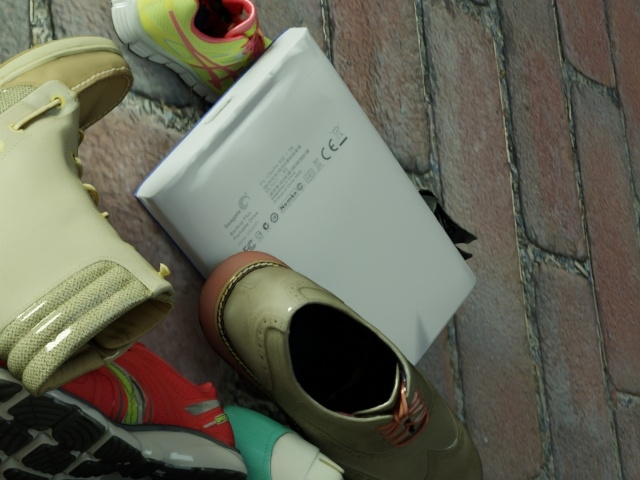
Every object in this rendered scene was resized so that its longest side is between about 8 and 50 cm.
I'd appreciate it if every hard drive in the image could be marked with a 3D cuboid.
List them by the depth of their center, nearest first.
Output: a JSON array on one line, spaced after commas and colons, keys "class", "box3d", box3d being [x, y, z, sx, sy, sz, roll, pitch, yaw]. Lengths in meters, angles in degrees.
[{"class": "hard drive", "box3d": [0.000, 0.000, 1.181, 0.210, 0.040, 0.319, -50, 123, -22]}]

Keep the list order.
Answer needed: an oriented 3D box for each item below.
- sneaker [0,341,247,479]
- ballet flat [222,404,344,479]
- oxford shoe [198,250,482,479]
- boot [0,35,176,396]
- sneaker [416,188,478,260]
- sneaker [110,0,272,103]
[{"class": "sneaker", "box3d": [-0.166, 0.117, 0.937, 0.279, 0.107, 0.118, 31, 35, -51]}, {"class": "ballet flat", "box3d": [-0.003, 0.224, 1.119, 0.247, 0.087, 0.083, 55, 41, -28]}, {"class": "oxford shoe", "box3d": [0.041, 0.147, 1.123, 0.348, 0.130, 0.123, 40, 79, -33]}, {"class": "boot", "box3d": [-0.167, -0.024, 0.883, 0.203, 0.095, 0.262, 41, 39, 8]}, {"class": "sneaker", "box3d": [0.082, -0.036, 1.337, 0.170, 0.089, 0.051, 51, 41, -33]}, {"class": "sneaker", "box3d": [-0.082, -0.175, 1.145, 0.208, 0.094, 0.081, 17, 63, -54]}]
